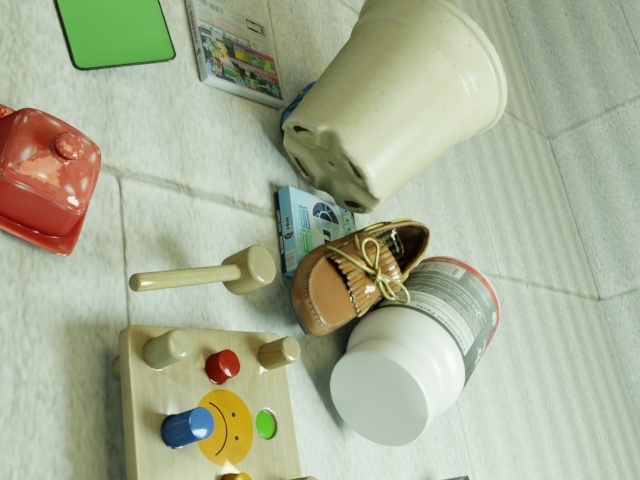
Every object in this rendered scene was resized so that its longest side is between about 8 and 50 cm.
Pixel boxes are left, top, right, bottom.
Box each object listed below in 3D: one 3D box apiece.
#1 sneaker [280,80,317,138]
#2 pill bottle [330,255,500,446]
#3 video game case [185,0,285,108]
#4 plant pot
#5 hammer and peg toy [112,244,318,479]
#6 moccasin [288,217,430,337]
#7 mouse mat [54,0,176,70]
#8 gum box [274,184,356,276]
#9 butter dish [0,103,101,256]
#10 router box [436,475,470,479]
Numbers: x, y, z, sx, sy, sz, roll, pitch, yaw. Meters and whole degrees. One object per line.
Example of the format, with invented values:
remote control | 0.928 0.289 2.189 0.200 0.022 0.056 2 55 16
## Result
sneaker | -0.015 -0.257 1.312 0.069 0.082 0.209 50 39 -24
pill bottle | 0.172 0.184 1.180 0.210 0.210 0.363 61 36 -6
video game case | -0.154 -0.349 1.236 0.201 0.023 0.184 8 64 -51
plant pot | 0.109 -0.225 1.202 0.305 0.334 0.334 -48 112 -19
hammer and peg toy | -0.143 0.184 0.847 0.266 0.127 0.361 11 62 -47
moccasin | 0.081 0.051 1.125 0.380 0.147 0.139 -22 91 -54
mouse mat | -0.309 -0.342 0.987 0.152 0.007 0.190 -14 80 -26
gum box | 0.000 0.000 1.211 0.184 0.041 0.157 19 56 -47
butter dish | -0.320 -0.089 0.784 0.160 0.118 0.160 34 46 -38
router box | 0.197 0.568 1.095 0.309 0.081 0.243 -13 81 -54
